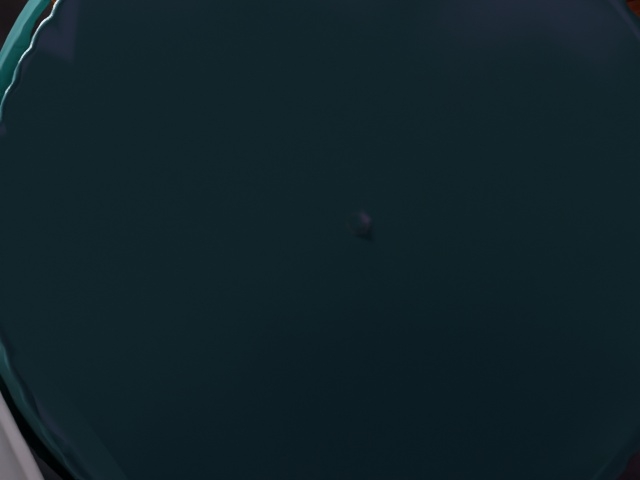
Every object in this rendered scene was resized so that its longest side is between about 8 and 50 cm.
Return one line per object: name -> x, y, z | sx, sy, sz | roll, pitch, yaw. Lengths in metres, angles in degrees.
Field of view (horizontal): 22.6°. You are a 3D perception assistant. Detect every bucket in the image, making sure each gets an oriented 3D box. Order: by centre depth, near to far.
bucket -> 0.000, 0.000, 0.598 | 0.281, 0.183, 0.281 | 1, 85, -8

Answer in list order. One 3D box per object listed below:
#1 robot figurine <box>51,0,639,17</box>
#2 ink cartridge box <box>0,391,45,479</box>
robot figurine -> 0.027, -0.101, 0.775 | 0.291, 0.085, 0.211 | -17, 62, -13
ink cartridge box -> -0.231, 0.129, 0.500 | 0.283, 0.117, 0.207 | -7, 50, -37
